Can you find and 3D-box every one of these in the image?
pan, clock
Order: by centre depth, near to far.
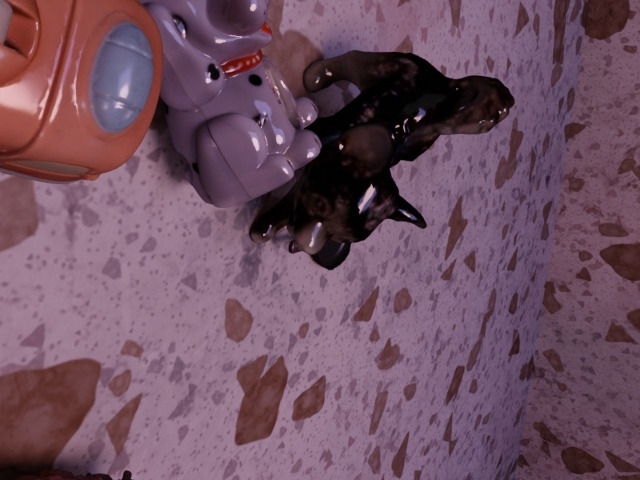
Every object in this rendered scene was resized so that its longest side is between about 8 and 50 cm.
[{"bbox_3d":[-0.119,-0.187,0.584,0.189,0.189,0.254,-49,130,-30],"label":"clock"},{"bbox_3d":[-0.003,-0.001,0.897,0.212,0.040,0.115,-11,113,-59],"label":"pan"}]

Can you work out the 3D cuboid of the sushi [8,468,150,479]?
[{"bbox_3d":[-0.263,0.377,0.540,0.270,0.236,0.171,-69,156,-5],"label":"sushi"}]

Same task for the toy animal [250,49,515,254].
[{"bbox_3d":[0.070,-0.119,0.731,0.344,0.303,0.194,-56,138,-24],"label":"toy animal"}]

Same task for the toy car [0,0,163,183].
[{"bbox_3d":[-0.233,-0.137,0.390,0.270,0.212,0.180,14,92,-55],"label":"toy car"}]
